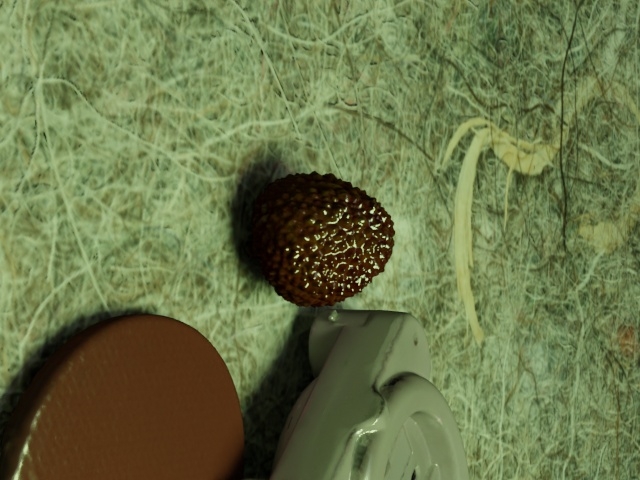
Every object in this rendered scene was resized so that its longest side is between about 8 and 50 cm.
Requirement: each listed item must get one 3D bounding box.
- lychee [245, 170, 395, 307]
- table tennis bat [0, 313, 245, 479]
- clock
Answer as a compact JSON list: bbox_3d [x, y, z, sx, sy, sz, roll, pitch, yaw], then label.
[{"bbox_3d":[0.000,-0.002,1.398,0.129,0.123,0.123,-20,110,-17],"label":"lychee"},{"bbox_3d":[-0.176,0.220,1.201,0.414,0.051,0.268,-44,126,-48],"label":"table tennis bat"},{"bbox_3d":[0.045,0.256,1.452,0.295,0.113,0.322,-63,144,-42],"label":"clock"}]
